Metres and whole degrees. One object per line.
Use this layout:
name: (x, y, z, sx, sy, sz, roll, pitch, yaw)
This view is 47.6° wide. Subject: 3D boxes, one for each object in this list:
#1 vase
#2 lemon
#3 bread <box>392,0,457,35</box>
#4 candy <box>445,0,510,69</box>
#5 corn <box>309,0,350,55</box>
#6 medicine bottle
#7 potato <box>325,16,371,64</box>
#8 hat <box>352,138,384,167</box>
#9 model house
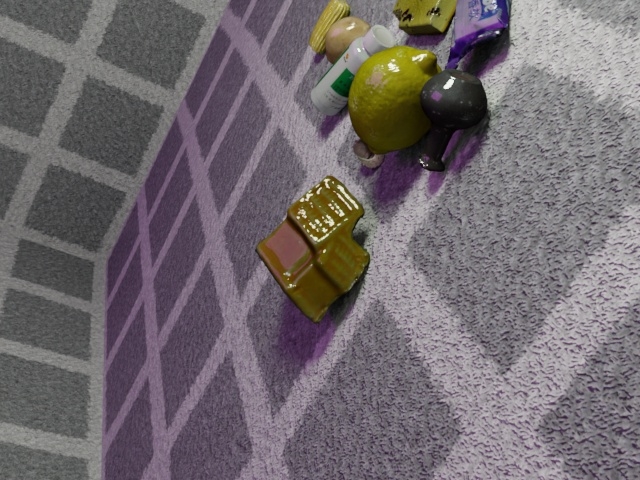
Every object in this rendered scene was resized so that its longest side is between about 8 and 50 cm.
vase: (0.223, -0.210, 1.299, 0.120, 0.120, 0.182, -110, 33, -55)
lemon: (0.143, -0.271, 1.410, 0.184, 0.184, 0.248, -95, 26, -45)
bread: (0.219, -0.499, 1.595, 0.088, 0.049, 0.226, -67, 24, 4)
candy: (0.302, -0.449, 1.366, 0.145, 0.070, 0.275, -19, 50, 51)
corn: (0.023, -0.612, 2.069, 0.085, 0.063, 0.165, 55, 125, 33)
medicine bottle: (0.077, -0.412, 1.760, 0.260, 0.095, 0.095, -43, 35, 47)
potato: (0.067, -0.507, 1.847, 0.147, 0.112, 0.112, 131, 150, -49)
hat: (0.111, -0.193, 1.593, 0.087, 0.042, 0.058, 30, 108, 31)
model house: (0.008, 0.008, 1.528, 0.239, 0.173, 0.268, -47, 61, 15)
